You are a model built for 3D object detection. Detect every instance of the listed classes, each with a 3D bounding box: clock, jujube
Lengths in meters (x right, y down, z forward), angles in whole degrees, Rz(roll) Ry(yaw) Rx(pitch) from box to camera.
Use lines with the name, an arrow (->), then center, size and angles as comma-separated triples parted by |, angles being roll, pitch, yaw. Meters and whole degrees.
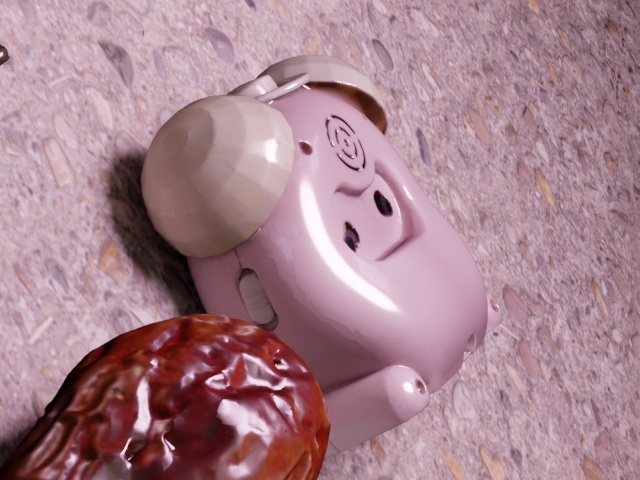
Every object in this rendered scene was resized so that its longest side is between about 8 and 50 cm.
clock -> 0.000, 0.000, 1.607 | 0.325, 0.184, 0.342 | 59, 22, -2
jujube -> -0.113, 0.162, 1.236 | 0.290, 0.197, 0.197 | -36, 100, -51

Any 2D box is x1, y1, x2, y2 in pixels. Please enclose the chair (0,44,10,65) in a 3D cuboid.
chair -> -0.188, -0.437, 1.441 | 0.410, 0.365, 0.362 | 55, 28, -8
